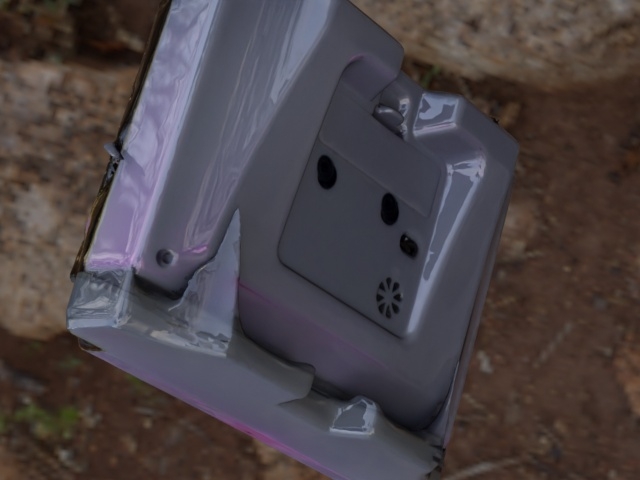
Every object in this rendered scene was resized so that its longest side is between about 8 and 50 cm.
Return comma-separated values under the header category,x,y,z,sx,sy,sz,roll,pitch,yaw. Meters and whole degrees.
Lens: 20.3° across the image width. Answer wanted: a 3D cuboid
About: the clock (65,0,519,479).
category,x,y,z,sx,sy,sz,roll,pitch,yaw
clock,0.000,0.000,0.847,0.083,0.253,0.186,-1,66,42
